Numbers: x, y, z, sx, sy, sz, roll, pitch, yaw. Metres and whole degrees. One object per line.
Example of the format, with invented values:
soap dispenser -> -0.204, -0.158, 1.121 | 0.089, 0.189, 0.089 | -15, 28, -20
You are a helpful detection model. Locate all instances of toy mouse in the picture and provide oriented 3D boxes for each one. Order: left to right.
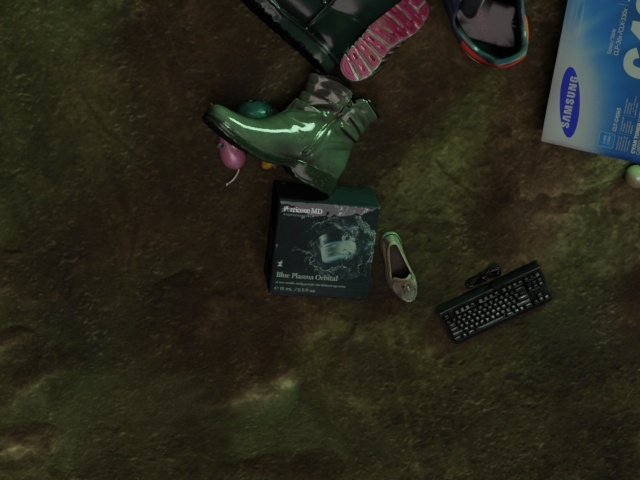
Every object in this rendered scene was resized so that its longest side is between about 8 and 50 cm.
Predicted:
toy mouse -> -0.110, -0.156, 1.844 | 0.161, 0.031, 0.143 | -44, 111, 12

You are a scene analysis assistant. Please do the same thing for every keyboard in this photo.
keyboard -> 0.279, 0.094, 2.002 | 0.180, 0.023, 0.108 | -26, 113, 3

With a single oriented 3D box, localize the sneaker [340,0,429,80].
sneaker -> 0.088, -0.293, 1.798 | 0.063, 0.075, 0.170 | 42, 80, -3

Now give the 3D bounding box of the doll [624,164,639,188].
doll -> 0.561, -0.138, 1.924 | 0.189, 0.046, 0.129 | -28, 123, 12

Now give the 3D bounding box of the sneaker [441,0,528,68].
sneaker -> 0.204, -0.394, 1.717 | 0.131, 0.148, 0.350 | -30, 113, 6

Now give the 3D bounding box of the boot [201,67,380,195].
boot -> -0.042, -0.184, 1.797 | 0.247, 0.083, 0.161 | 26, 93, -29

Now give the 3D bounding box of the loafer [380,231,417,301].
loafer -> 0.124, 0.048, 1.954 | 0.045, 0.039, 0.125 | -20, 114, 1

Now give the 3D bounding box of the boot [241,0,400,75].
boot -> -0.005, -0.383, 1.732 | 0.246, 0.094, 0.207 | 42, 85, 0

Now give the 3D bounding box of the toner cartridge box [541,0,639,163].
toner cartridge box -> 0.437, -0.298, 1.790 | 0.165, 0.075, 0.347 | 15, 114, 20

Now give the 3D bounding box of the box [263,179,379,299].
box -> 0.000, 0.000, 1.891 | 0.156, 0.093, 0.158 | 4, 111, -8
